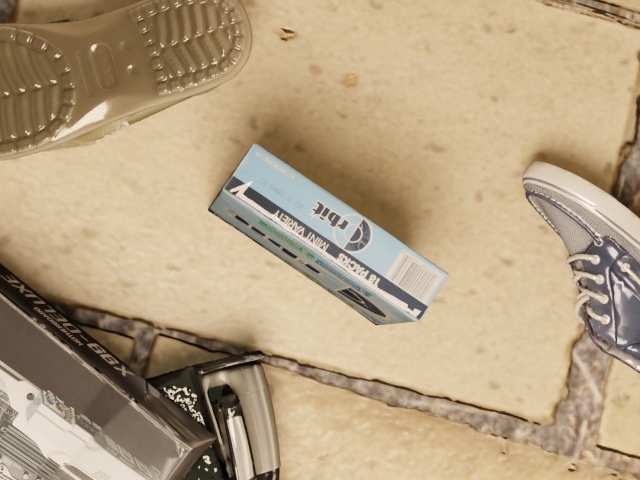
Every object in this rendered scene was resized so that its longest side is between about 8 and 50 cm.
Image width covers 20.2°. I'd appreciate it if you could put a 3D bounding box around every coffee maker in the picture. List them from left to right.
[{"bbox_3d":[-0.099,0.182,1.277,0.171,0.120,0.178,-15,86,11],"label":"coffee maker"}]

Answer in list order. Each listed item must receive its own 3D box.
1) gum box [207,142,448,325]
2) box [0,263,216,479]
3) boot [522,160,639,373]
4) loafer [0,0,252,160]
[{"bbox_3d":[0.000,0.000,1.258,0.157,0.184,0.041,34,83,-3],"label":"gum box"},{"bbox_3d":[-0.259,0.180,1.209,0.242,0.076,0.307,39,97,8],"label":"box"},{"bbox_3d":[0.213,0.026,1.341,0.190,0.069,0.086,37,79,-5],"label":"boot"},{"bbox_3d":[-0.173,-0.114,1.296,0.269,0.092,0.101,-11,85,8],"label":"loafer"}]
